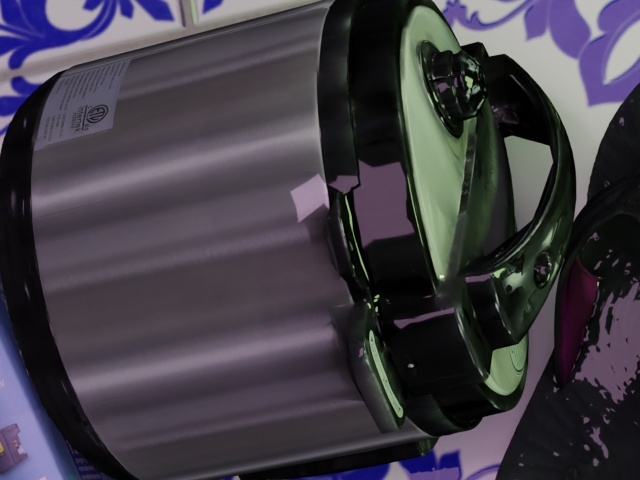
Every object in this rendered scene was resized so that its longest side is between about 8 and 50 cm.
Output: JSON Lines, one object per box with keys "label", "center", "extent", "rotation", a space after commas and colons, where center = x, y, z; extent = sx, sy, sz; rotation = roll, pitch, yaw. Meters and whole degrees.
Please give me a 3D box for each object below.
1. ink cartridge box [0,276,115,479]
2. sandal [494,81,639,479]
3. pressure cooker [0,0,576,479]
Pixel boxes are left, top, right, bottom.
{"label": "ink cartridge box", "center": [-0.264, 0.140, 1.588], "extent": [0.151, 0.270, 0.395], "rotation": [-29, 77, 11]}
{"label": "sandal", "center": [0.252, 0.073, 1.485], "extent": [0.167, 0.107, 0.446], "rotation": [20, 99, 28]}
{"label": "pressure cooker", "center": [-0.002, -0.004, 1.466], "extent": [0.420, 0.375, 0.370], "rotation": [-14, 77, 17]}
